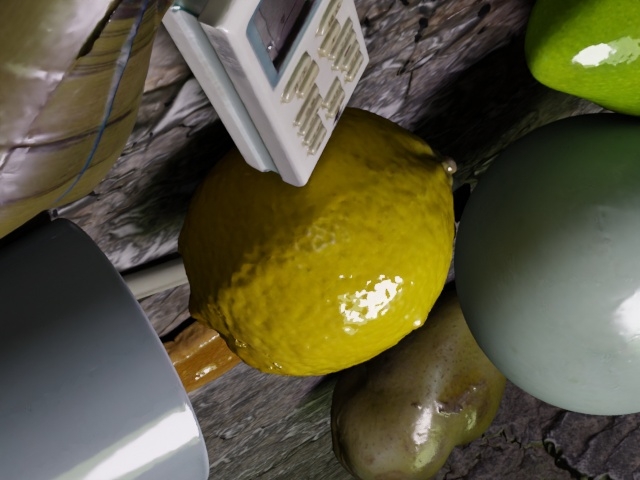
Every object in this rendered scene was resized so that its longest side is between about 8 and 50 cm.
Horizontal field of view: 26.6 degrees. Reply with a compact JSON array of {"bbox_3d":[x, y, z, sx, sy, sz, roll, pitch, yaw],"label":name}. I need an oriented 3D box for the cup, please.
[{"bbox_3d":[-0.250,0.142,0.868,0.312,0.205,0.205,-29,163,-21],"label":"cup"}]

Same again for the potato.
[{"bbox_3d":[0.156,0.197,1.920,0.351,0.202,0.218,-51,151,4],"label":"potato"}]

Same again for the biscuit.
[{"bbox_3d":[-0.076,0.085,1.380,0.249,0.035,0.184,-31,163,-15],"label":"biscuit"}]

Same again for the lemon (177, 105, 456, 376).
[{"bbox_3d":[0.000,0.000,1.009,0.231,0.192,0.192,-31,165,6],"label":"lemon"}]

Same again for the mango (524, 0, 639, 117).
[{"bbox_3d":[0.283,-0.187,1.135,0.343,0.156,0.192,-16,144,-43],"label":"mango"}]

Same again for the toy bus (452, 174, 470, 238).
[{"bbox_3d":[0.051,-0.002,1.286,0.194,0.089,0.087,-41,164,-5],"label":"toy bus"}]

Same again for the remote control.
[{"bbox_3d":[-0.023,-0.119,0.794,0.103,0.055,0.277,-63,168,-9],"label":"remote control"}]

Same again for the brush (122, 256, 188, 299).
[{"bbox_3d":[-0.089,0.019,1.154,0.299,0.042,0.039,-21,-176,-41],"label":"brush"}]

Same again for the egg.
[{"bbox_3d":[0.261,0.023,1.250,0.276,0.276,0.389,-38,169,6],"label":"egg"}]

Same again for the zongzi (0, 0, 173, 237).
[{"bbox_3d":[-0.106,-0.120,0.624,0.260,0.123,0.289,-52,174,27],"label":"zongzi"}]
